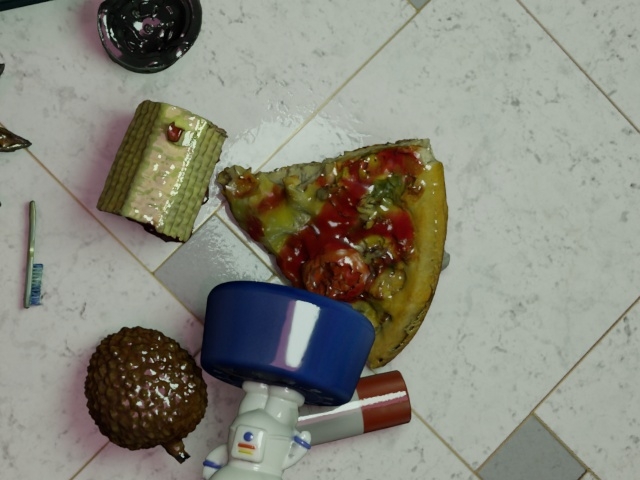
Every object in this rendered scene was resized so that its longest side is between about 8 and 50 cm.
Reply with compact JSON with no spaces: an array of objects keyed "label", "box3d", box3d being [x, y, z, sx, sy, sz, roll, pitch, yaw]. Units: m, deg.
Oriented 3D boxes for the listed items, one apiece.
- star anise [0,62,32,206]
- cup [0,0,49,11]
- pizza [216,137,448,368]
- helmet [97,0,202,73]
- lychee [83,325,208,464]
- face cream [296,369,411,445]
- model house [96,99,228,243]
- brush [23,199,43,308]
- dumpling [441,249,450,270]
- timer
[{"label":"star anise","box3d":[-0.626,-0.169,1.691,0.332,0.117,0.331,0,91,-18]},{"label":"cup","box3d":[-0.520,-0.471,1.616,0.292,0.308,0.242,-13,86,-12]},{"label":"pizza","box3d":[0.000,0.000,1.733,0.406,0.130,0.439,19,126,14]},{"label":"helmet","box3d":[-0.284,-0.345,1.751,0.153,0.107,0.177,43,65,-3]},{"label":"lychee","box3d":[-0.276,0.250,1.703,0.200,0.200,0.238,-26,85,-8]},{"label":"face cream","box3d":[0.038,0.285,1.799,0.214,0.096,0.095,-11,91,-9]},{"label":"model house","box3d":[-0.249,-0.107,1.679,0.160,0.254,0.196,22,86,-5]},{"label":"brush","box3d":[-0.469,0.024,1.753,0.030,0.033,0.178,3,89,-15]},{"label":"dumpling","box3d":[0.139,0.005,1.800,0.188,0.127,0.108,39,77,-13]},{"label":"timer","box3d":[-0.085,0.277,1.626,0.270,0.270,0.383,17,73,-8]}]
